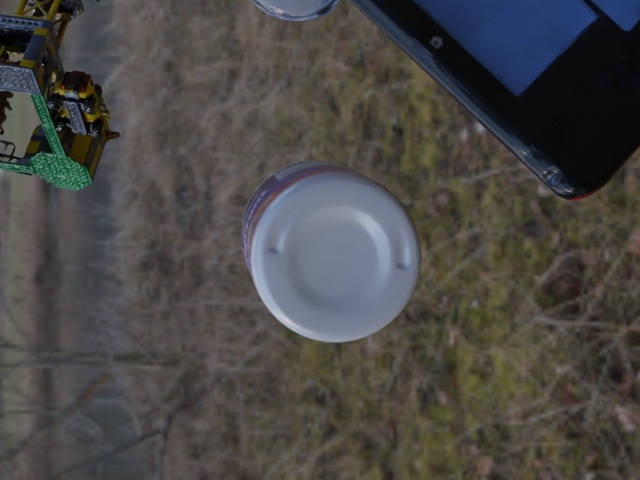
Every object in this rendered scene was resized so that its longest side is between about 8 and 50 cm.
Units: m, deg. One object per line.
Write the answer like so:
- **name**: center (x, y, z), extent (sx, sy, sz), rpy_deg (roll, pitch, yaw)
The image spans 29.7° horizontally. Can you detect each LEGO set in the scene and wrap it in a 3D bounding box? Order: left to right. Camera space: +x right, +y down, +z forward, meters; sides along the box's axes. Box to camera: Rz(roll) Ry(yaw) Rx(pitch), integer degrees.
- **LEGO set**: center (-0.336, -0.198, 1.150), extent (0.255, 0.331, 0.192), rpy_deg (72, -153, -57)

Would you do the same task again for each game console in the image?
- **game console**: center (0.198, -0.266, 1.133), extent (0.342, 0.386, 0.060), rpy_deg (-44, -5, -29)

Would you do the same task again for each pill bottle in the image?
- **pill bottle**: center (0.000, 0.000, 0.834), extent (0.193, 0.108, 0.108), rpy_deg (-134, 47, -81)

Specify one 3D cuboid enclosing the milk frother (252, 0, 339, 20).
- **milk frother**: center (-0.047, -0.222, 0.922), extent (0.143, 0.129, 0.135), rpy_deg (-47, 15, 27)
